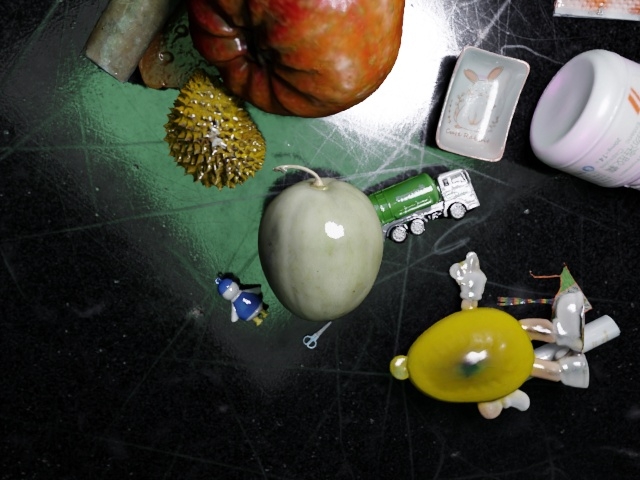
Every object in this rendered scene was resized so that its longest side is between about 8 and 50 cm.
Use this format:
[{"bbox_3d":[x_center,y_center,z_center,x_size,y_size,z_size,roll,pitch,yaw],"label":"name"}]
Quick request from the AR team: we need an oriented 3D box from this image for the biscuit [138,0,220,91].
[{"bbox_3d":[-0.272,-0.408,1.052,0.208,0.041,0.290,-12,105,-1],"label":"biscuit"}]

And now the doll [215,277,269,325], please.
[{"bbox_3d":[-0.180,0.133,1.181,0.143,0.057,0.099,41,75,-12],"label":"doll"}]

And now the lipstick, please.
[{"bbox_3d":[0.591,0.263,1.278,0.264,0.059,0.059,-26,104,1],"label":"lipstick"}]

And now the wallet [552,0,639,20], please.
[{"bbox_3d":[0.594,-0.523,1.113,0.196,0.020,0.103,3,98,-4],"label":"wallet"}]

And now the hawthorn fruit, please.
[{"bbox_3d":[-0.026,-0.429,0.917,0.402,0.403,0.403,-1,103,-5],"label":"hawthorn fruit"}]

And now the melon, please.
[{"bbox_3d":[-0.002,0.014,1.070,0.271,0.272,0.308,19,122,-9],"label":"melon"}]

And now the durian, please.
[{"bbox_3d":[-0.210,-0.195,1.045,0.183,0.138,0.250,-33,127,-8],"label":"durian"}]

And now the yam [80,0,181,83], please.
[{"bbox_3d":[-0.336,-0.417,0.971,0.106,0.106,0.259,35,98,-12],"label":"yam"}]

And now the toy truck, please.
[{"bbox_3d":[0.210,-0.077,1.146,0.242,0.101,0.125,-21,92,3],"label":"toy truck"}]

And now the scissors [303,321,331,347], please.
[{"bbox_3d":[-0.004,0.220,1.242,0.083,0.006,0.036,-43,105,5],"label":"scissors"}]

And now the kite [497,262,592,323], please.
[{"bbox_3d":[0.547,0.146,1.273,0.244,0.006,0.198,6,103,-6],"label":"kite"}]

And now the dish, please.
[{"bbox_3d":[0.331,-0.285,1.117,0.151,0.077,0.212,13,102,-6],"label":"dish"}]

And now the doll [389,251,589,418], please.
[{"bbox_3d":[0.407,0.232,1.197,0.423,0.161,0.348,22,85,6],"label":"doll"}]

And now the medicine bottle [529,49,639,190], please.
[{"bbox_3d":[0.620,-0.226,1.072,0.301,0.241,0.241,18,101,-9],"label":"medicine bottle"}]
